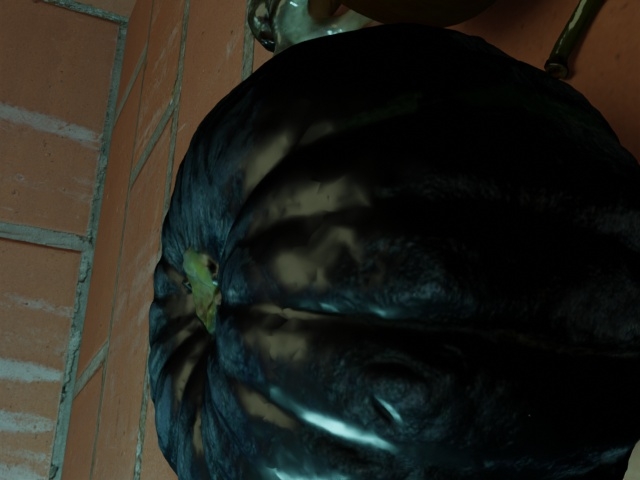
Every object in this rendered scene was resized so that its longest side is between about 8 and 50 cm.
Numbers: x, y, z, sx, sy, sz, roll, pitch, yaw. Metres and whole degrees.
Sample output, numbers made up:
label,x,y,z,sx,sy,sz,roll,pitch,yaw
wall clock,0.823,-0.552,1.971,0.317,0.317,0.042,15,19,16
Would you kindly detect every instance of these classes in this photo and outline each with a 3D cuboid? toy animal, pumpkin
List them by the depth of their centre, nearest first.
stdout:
label,x,y,z,sx,sy,sz,roll,pitch,yaw
pumpkin,0.035,0.048,0.500,0.363,0.266,0.363,-28,57,57
toy animal,-0.018,-0.289,0.950,0.168,0.121,0.233,-49,24,20

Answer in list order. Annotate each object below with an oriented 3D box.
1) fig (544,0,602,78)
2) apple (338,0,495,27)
label,x,y,z,sx,sy,sz,roll,pitch,yaw
fig,0.196,-0.214,0.504,0.124,0.124,0.236,-104,11,-46
apple,0.073,-0.310,0.620,0.264,0.264,0.264,-42,42,53
